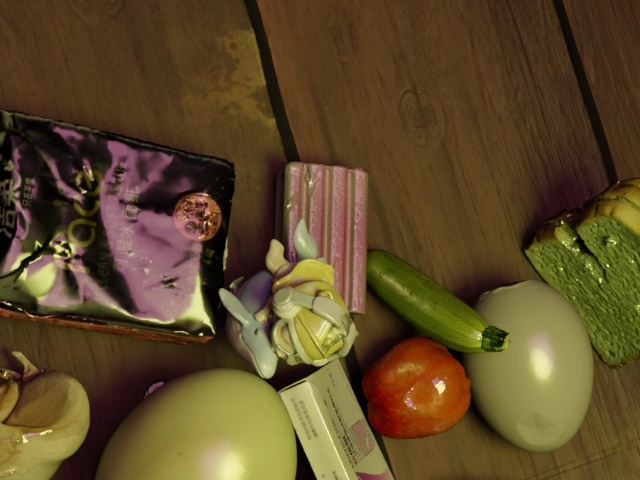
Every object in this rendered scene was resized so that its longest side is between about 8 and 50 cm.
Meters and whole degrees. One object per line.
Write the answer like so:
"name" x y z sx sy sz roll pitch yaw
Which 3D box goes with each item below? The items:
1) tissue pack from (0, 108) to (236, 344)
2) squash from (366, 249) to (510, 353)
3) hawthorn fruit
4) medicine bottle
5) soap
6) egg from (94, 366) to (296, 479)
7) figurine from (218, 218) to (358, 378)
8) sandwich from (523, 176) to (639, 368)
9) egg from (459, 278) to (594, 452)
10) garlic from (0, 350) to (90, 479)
"tissue pack" -0.275 -0.010 1.308 0.332 0.123 0.245 12 72 -17
"squash" 0.143 0.088 1.405 0.066 0.066 0.252 -36 50 -23
"hawthorn fruit" 0.122 0.196 1.400 0.138 0.133 0.132 -25 87 -12
"medicine bottle" 0.023 0.258 1.335 0.052 0.171 0.201 -25 85 14
"soap" 0.000 0.000 1.432 0.122 0.065 0.203 6 76 -17
"egg" -0.142 0.273 1.236 0.219 0.219 0.269 38 102 -8
"figurine" -0.033 0.078 1.289 0.128 0.184 0.208 59 44 -39
"sandwich" 0.426 0.045 1.464 0.095 0.273 0.249 -38 90 -22
"egg" 0.276 0.169 1.434 0.176 0.176 0.231 -5 83 -20
"garlic" -0.375 0.225 1.221 0.230 0.178 0.142 -5 111 -3
